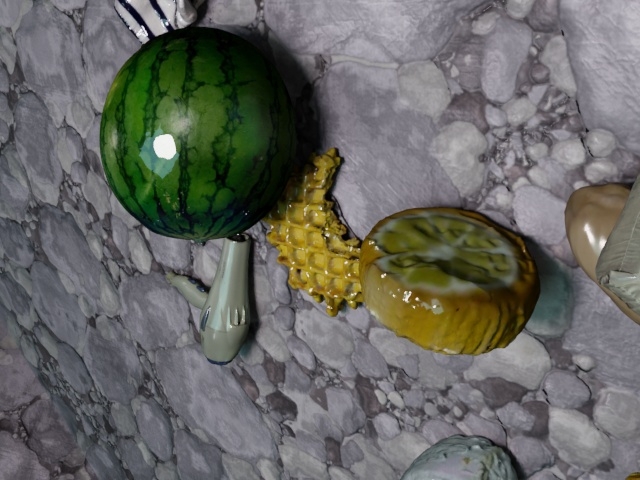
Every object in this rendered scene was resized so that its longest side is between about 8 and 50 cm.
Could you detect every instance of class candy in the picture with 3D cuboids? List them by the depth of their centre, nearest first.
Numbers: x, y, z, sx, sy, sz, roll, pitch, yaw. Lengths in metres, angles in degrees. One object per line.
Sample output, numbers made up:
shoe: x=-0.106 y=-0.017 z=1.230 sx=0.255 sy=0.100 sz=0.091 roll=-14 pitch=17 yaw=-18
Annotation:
candy: x=0.179 y=0.047 z=0.871 sx=0.259 sy=0.259 sz=0.118 roll=30 pitch=129 yaw=27

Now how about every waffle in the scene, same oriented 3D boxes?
waffle: x=0.000 y=0.000 z=1.127 sx=0.259 sy=0.069 sz=0.293 roll=-38 pitch=82 yaw=42

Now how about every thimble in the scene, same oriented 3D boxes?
thimble: x=0.235 y=0.465 z=1.066 sx=0.204 sy=0.171 sz=0.250 roll=35 pitch=130 yaw=25

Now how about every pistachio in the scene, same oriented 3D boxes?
pistachio: x=0.397 y=0.023 z=0.772 sx=0.226 sy=0.136 sz=0.135 roll=51 pitch=133 yaw=-3

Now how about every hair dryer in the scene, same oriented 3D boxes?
hair dryer: x=-0.238 y=0.084 z=1.358 sx=0.298 sy=0.118 sz=0.296 roll=50 pitch=127 yaw=29

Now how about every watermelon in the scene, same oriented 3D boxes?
watermelon: x=-0.203 y=-0.172 z=1.035 sx=0.363 sy=0.363 sz=0.364 roll=17 pitch=119 yaw=34

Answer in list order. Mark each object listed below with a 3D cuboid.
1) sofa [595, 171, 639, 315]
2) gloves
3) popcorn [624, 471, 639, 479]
sofa: x=0.432 y=0.008 z=0.619 sx=0.210 sy=0.225 sz=0.176 roll=40 pitch=159 yaw=-10
gloves: x=-0.269 y=-0.462 z=1.123 sx=0.218 sy=0.131 sz=0.140 roll=-34 pitch=84 yaw=13
popcorn: x=0.529 y=0.359 z=0.751 sx=0.286 sy=0.215 sz=0.252 roll=-23 pitch=88 yaw=40
